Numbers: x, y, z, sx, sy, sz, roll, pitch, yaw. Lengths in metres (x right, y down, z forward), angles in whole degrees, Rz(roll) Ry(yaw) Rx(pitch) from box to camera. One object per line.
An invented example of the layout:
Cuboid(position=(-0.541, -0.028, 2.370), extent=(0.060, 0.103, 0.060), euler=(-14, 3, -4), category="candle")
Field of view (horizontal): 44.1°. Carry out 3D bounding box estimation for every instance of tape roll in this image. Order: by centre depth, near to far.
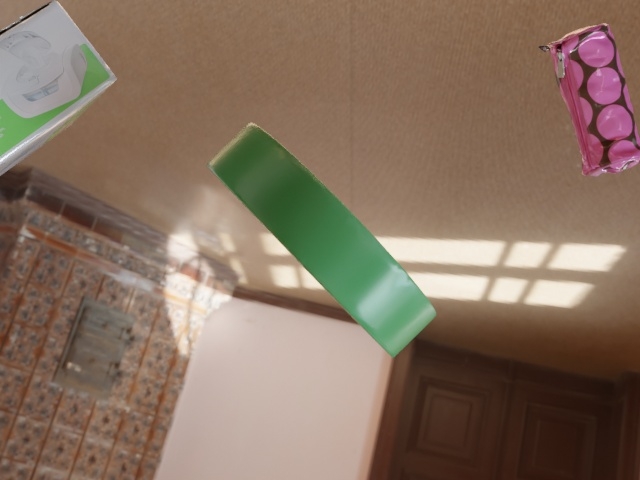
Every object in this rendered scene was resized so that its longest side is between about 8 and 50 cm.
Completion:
Cuboid(position=(0.000, 0.000, 0.951), extent=(0.321, 0.077, 0.321), euler=(45, 178, 2), category="tape roll")

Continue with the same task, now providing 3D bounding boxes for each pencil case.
Cuboid(position=(0.385, -0.193, 1.117), extent=(0.098, 0.210, 0.095), euler=(-22, -176, -43), category="pencil case")

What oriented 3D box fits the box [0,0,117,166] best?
Cuboid(position=(-0.420, -0.153, 0.988), extent=(0.127, 0.262, 0.231), euler=(53, 150, -15), category="box")
